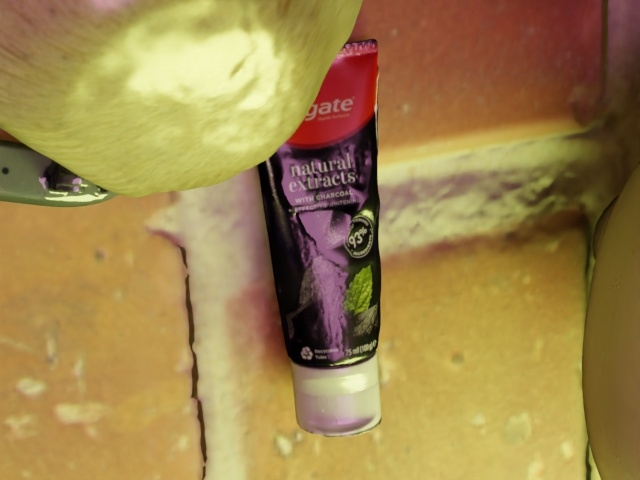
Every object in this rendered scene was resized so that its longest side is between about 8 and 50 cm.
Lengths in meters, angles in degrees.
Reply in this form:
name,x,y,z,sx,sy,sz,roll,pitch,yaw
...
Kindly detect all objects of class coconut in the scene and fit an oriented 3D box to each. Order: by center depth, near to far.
name,x,y,z,sx,sy,sz,roll,pitch,yaw
coconut,-0.085,-0.131,0.508,0.224,0.224,0.224,-7,111,-19

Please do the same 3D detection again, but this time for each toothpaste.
name,x,y,z,sx,sy,sz,roll,pitch,yaw
toothpaste,0.000,0.000,0.670,0.071,0.045,0.193,-8,106,-19

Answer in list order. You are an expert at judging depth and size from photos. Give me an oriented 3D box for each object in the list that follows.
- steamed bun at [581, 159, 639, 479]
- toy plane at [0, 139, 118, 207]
name,x,y,z,sx,sy,sz,roll,pitch,yaw
steamed bun,0.294,0.037,0.635,0.374,0.334,0.334,-23,120,-46
toy plane,-0.187,-0.037,0.572,0.226,0.058,0.226,8,90,-23
